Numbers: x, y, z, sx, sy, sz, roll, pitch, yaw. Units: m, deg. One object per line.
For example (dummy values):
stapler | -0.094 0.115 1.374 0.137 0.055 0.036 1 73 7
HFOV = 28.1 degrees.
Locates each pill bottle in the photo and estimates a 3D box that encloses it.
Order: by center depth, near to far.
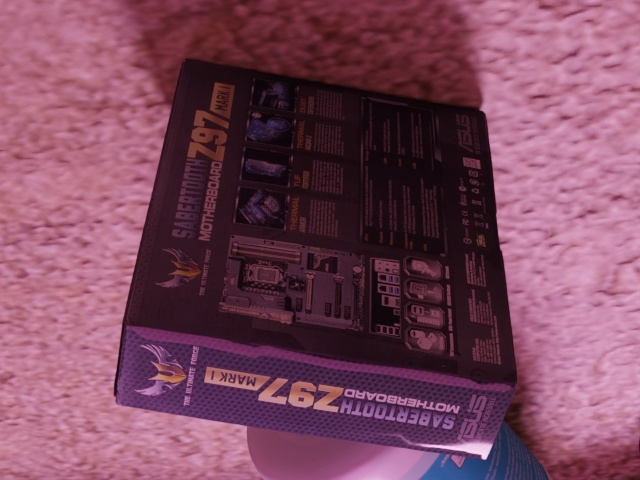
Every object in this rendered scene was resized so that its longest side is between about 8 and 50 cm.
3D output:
pill bottle | 0.076 0.175 0.898 0.146 0.146 0.264 -24 128 24

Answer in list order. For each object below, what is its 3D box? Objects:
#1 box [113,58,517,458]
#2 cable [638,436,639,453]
box | 0.000 0.000 0.672 0.183 0.233 0.059 9 128 -6
cable | 0.332 0.163 0.940 0.184 0.047 0.150 20 132 -16
